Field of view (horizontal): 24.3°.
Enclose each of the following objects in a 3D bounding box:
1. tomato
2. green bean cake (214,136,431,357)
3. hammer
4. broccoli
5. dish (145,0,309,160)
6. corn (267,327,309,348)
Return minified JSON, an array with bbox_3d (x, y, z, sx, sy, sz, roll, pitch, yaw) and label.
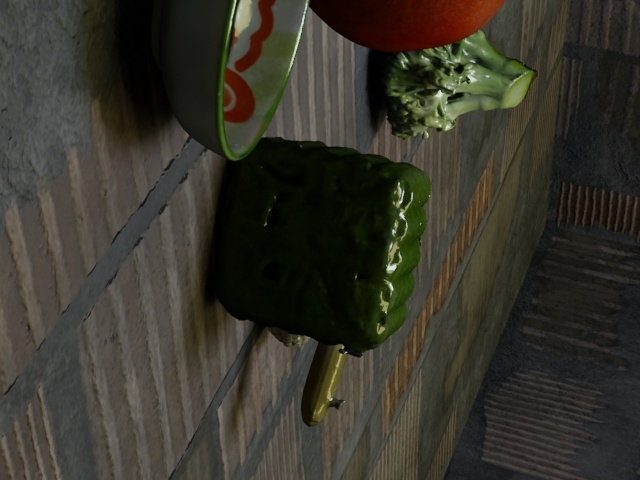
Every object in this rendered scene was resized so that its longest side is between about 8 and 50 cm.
[{"bbox_3d":[0.111,-0.389,1.868,0.321,0.321,0.321,13,90,-74],"label":"tomato"},{"bbox_3d":[0.000,0.000,1.918,0.156,0.250,0.247,-21,123,-71],"label":"green bean cake"},{"bbox_3d":[0.028,0.119,2.096,0.202,0.113,0.305,-32,138,-85],"label":"hammer"},{"bbox_3d":[0.221,-0.262,2.459,0.288,0.245,0.248,-20,131,-65],"label":"broccoli"},{"bbox_3d":[-0.108,-0.257,1.605,0.324,0.124,0.324,16,90,-80],"label":"dish"},{"bbox_3d":[-0.047,0.060,2.126,0.087,0.087,0.211,-59,162,-47],"label":"corn"}]
